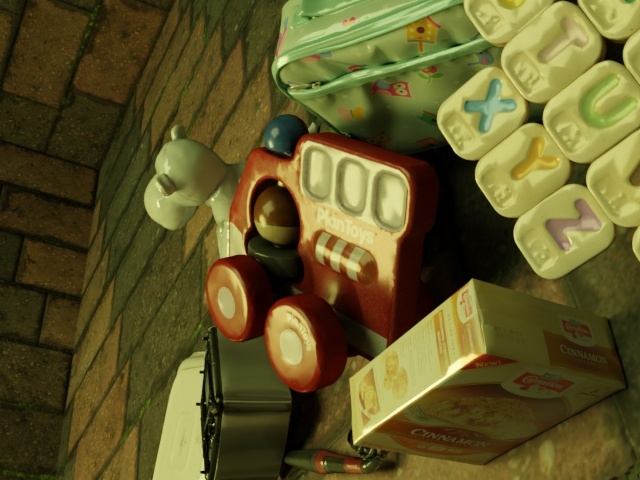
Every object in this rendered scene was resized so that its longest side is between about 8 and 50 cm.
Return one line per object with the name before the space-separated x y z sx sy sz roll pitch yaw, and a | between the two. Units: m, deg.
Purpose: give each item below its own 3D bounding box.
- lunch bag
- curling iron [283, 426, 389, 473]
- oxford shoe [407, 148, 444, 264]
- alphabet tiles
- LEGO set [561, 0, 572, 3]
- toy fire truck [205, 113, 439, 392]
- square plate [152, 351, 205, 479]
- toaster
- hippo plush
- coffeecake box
lunch bag | 0.097 -0.182 0.781 0.279 0.224 0.108 -11 65 38
curling iron | 0.015 0.261 0.977 0.068 0.035 0.274 -61 11 -29
oxford shoe | 0.112 -0.072 0.931 0.096 0.083 0.227 -3 84 62
alphabet tiles | 0.224 -0.111 0.561 0.278 0.021 0.284 -38 72 27
LEGO set | 0.262 -0.148 0.614 0.227 0.087 0.093 25 111 35
toy fire truck | 0.000 0.000 0.867 0.302 0.169 0.254 27 120 46
square plate | -0.223 0.356 1.407 0.344 0.049 0.347 -23 54 61
toaster | -0.112 0.235 1.112 0.185 0.110 0.168 -108 23 -56
hippo plush | -0.173 -0.060 1.337 0.294 0.237 0.234 -47 35 45
coffeecake box | 0.133 0.120 0.672 0.185 0.142 0.068 -48 34 44
